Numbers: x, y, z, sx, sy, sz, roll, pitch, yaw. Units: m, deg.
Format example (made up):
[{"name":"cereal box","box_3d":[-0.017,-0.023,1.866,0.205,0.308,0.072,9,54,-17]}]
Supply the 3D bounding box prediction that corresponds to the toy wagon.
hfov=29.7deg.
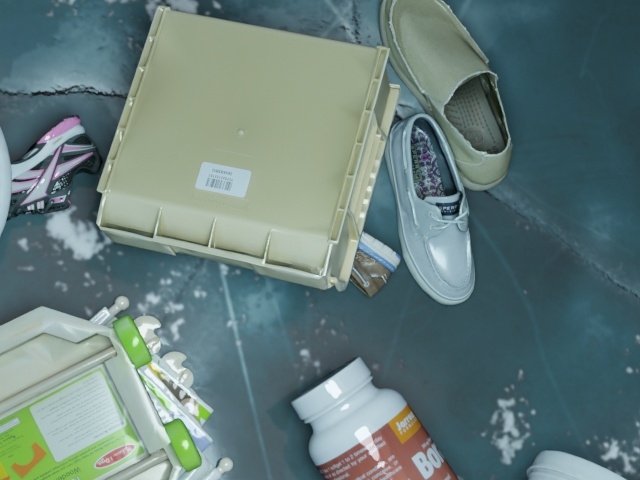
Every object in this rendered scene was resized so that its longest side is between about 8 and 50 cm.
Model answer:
[{"name":"toy wagon","box_3d":[-0.257,0.246,1.221,0.267,0.068,0.344,-27,87,-7]}]

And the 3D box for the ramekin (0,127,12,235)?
[{"name":"ramekin","box_3d":[-0.454,-0.059,1.172,0.277,0.135,0.277,0,92,1]}]

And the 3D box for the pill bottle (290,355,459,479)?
[{"name":"pill bottle","box_3d":[0.064,0.238,1.296,0.121,0.121,0.216,-33,88,-19]}]

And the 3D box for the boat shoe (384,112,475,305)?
[{"name":"boat shoe","box_3d":[0.131,-0.038,1.395,0.079,0.081,0.228,-13,81,-17]}]

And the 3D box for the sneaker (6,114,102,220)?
[{"name":"sneaker","box_3d":[-0.307,-0.055,1.292,0.178,0.072,0.077,-42,101,-13]}]

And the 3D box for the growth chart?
[{"name":"growth chart","box_3d":[-0.201,0.192,1.289,0.172,0.021,0.237,-35,88,-19]}]

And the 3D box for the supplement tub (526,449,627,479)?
[{"name":"supplement tub","box_3d":[0.242,0.382,1.274,0.191,0.191,0.272,34,72,-5]}]

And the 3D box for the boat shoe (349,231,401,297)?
[{"name":"boat shoe","box_3d":[0.000,0.000,1.361,0.183,0.066,0.066,30,80,-2]}]

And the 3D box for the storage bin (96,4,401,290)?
[{"name":"storage bin","box_3d":[-0.074,-0.094,1.287,0.262,0.123,0.261,13,75,10]}]

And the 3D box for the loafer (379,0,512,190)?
[{"name":"loafer","box_3d":[0.160,-0.192,1.431,0.101,0.092,0.269,-26,86,-19]}]
